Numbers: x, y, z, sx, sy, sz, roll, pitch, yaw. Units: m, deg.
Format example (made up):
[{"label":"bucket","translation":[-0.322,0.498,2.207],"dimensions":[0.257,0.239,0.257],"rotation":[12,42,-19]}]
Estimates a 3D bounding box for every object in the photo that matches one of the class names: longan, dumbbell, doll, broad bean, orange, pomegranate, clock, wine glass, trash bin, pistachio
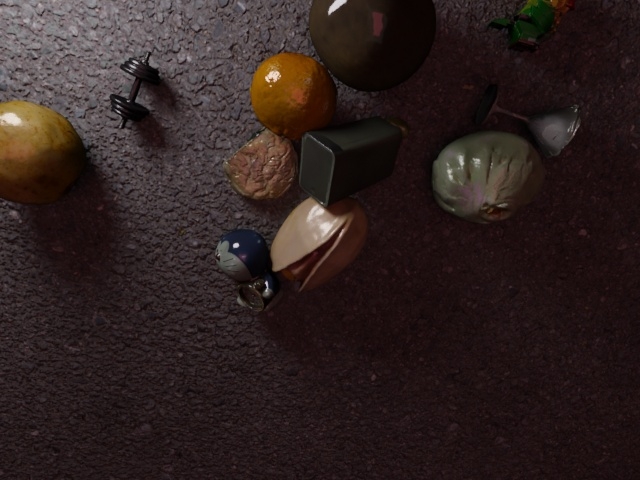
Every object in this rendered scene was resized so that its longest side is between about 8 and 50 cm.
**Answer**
[{"label":"longan","translation":[0.116,-0.489,0.961],"dimensions":[0.298,0.297,0.297],"rotation":[-1,109,-2]},{"label":"dumbbell","translation":[-0.475,-0.384,1.068],"dimensions":[0.099,0.099,0.208],"rotation":[25,105,-11]},{"label":"doll","translation":[0.542,-0.568,1.050],"dimensions":[0.186,0.106,0.134],"rotation":[-43,94,11]},{"label":"broad bean","translation":[0.207,-0.311,1.156],"dimensions":[0.083,0.045,0.063],"rotation":[7,120,3]},{"label":"orange","translation":[-0.067,-0.352,1.034],"dimensions":[0.219,0.193,0.219],"rotation":[8,152,4]},{"label":"pomegranate","translation":[-0.735,-0.218,1.040],"dimensions":[0.261,0.260,0.260],"rotation":[-1,109,-2]},{"label":"clock","translation":[-0.212,0.083,1.215],"dimensions":[0.200,0.146,0.243],"rotation":[3,122,42]},{"label":"wine glass","translation":[0.544,-0.327,1.119],"dimensions":[0.232,0.156,0.156],"rotation":[18,107,-4]},{"label":"trash bin","translation":[0.078,-0.209,1.072],"dimensions":[0.241,0.122,0.164],"rotation":[-24,142,-31]},{"label":"pistachio","translation":[0.000,0.000,1.155],"dimensions":[0.230,0.230,0.309],"rotation":[40,105,-14]}]

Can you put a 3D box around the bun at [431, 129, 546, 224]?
[{"label":"bun","translation":[0.443,-0.140,1.113],"dimensions":[0.293,0.187,0.293],"rotation":[7,132,8]}]

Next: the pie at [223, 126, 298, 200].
[{"label":"pie","translation":[-0.158,-0.203,1.169],"dimensions":[0.218,0.052,0.185],"rotation":[-36,105,7]}]
